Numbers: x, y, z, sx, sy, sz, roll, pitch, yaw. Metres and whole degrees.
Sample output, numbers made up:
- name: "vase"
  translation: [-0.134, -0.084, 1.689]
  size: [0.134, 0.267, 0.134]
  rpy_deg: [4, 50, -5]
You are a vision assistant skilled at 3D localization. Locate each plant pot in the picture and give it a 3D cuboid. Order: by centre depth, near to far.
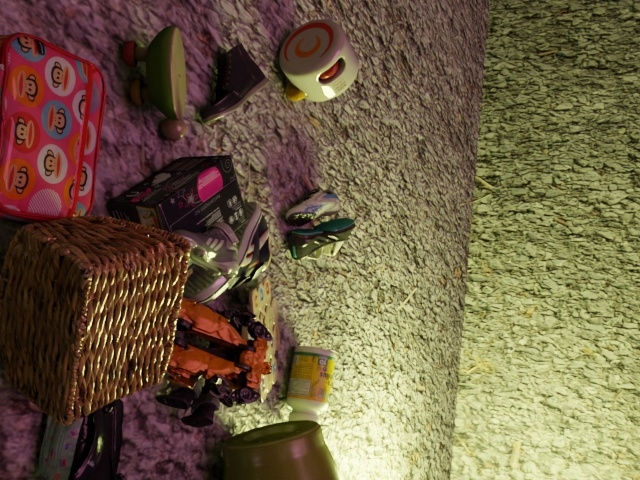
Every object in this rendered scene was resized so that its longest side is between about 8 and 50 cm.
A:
- name: "plant pot"
  translation: [-0.081, 0.620, 1.696]
  size: [0.366, 0.366, 0.353]
  rpy_deg: [-5, 83, -61]

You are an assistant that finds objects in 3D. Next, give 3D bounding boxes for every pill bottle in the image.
- name: "pill bottle"
  translation: [-0.029, 0.401, 1.983]
  size: [0.117, 0.118, 0.208]
  rpy_deg: [35, 60, -56]

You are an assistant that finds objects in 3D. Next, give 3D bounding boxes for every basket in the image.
- name: "basket"
  translation: [-0.381, 0.109, 1.203]
  size: [0.223, 0.213, 0.299]
  rpy_deg: [-19, 128, -54]

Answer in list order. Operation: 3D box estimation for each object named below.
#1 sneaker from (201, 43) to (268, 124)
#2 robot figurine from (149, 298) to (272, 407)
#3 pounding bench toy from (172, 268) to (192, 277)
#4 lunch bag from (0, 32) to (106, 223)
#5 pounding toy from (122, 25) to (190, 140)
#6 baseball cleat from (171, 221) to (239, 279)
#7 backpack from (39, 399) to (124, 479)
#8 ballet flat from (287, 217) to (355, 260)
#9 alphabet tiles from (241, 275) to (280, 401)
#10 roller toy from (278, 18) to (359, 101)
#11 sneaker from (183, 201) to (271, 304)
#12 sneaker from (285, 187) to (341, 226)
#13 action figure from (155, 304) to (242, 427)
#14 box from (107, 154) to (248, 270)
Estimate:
- name: "sneaker"
  translation: [-0.224, -0.361, 1.679]
  size: [0.118, 0.083, 0.222]
  rpy_deg: [56, 47, -18]
- name: "robot figurine"
  translation: [-0.231, 0.226, 1.512]
  size: [0.291, 0.085, 0.211]
  rpy_deg: [28, 58, -27]
- name: "pounding bench toy"
  translation: [-0.305, 0.071, 1.527]
  size: [0.052, 0.065, 0.083]
  rpy_deg: [-51, 134, -49]
- name: "lunch bag"
  translation: [-0.460, -0.170, 1.197]
  size: [0.258, 0.120, 0.293]
  rpy_deg: [15, 79, -65]
- name: "pounding toy"
  translation: [-0.334, -0.321, 1.460]
  size: [0.237, 0.110, 0.183]
  rpy_deg: [97, -7, -69]
- name: "baseball cleat"
  translation: [-0.225, 0.002, 1.398]
  size: [0.206, 0.072, 0.109]
  rpy_deg: [46, 40, -57]
- name: "backpack"
  translation: [-0.418, 0.355, 1.274]
  size: [0.152, 0.115, 0.182]
  rpy_deg: [37, 56, -69]
- name: "ballet flat"
  translation: [0.000, 0.000, 2.073]
  size: [0.280, 0.095, 0.096]
  rpy_deg: [-14, 113, -50]
- name: "alphabet tiles"
  translation: [-0.144, 0.239, 1.786]
  size: [0.284, 0.021, 0.278]
  rpy_deg: [-48, 135, -75]
- name: "roller toy"
  translation: [-0.001, -0.475, 1.945]
  size: [0.146, 0.191, 0.209]
  rpy_deg: [48, 49, -52]
- name: "sneaker"
  translation: [-0.195, 0.053, 1.666]
  size: [0.127, 0.126, 0.321]
  rpy_deg: [63, 37, -31]
- name: "sneaker"
  translation: [-0.028, -0.096, 2.034]
  size: [0.237, 0.085, 0.086]
  rpy_deg: [-20, 82, -56]
- name: "action figure"
  translation: [-0.244, 0.267, 1.618]
  size: [0.185, 0.099, 0.285]
  rpy_deg: [61, 35, -31]
- name: "box"
  translation: [-0.285, -0.056, 1.484]
  size: [0.247, 0.142, 0.163]
  rpy_deg: [-46, 130, -49]
